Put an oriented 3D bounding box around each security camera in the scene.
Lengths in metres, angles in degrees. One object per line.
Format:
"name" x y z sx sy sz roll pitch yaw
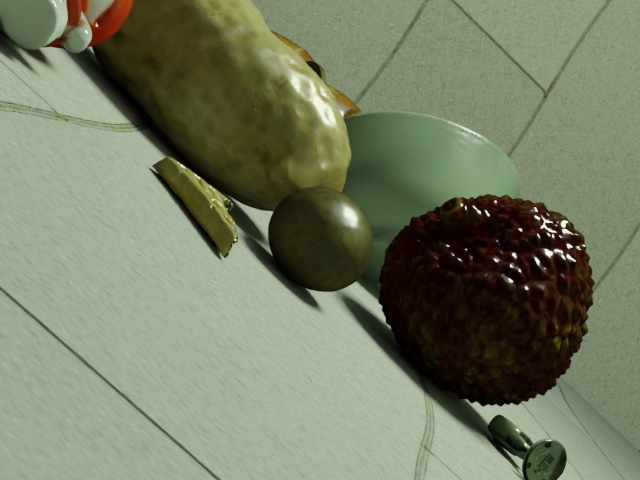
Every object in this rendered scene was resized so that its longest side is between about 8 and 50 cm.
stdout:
"security camera" 0.217 0.224 1.553 0.058 0.058 0.092 41 -6 -29

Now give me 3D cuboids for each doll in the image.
"doll" -0.240 -0.244 1.285 0.161 0.130 0.290 37 21 -11

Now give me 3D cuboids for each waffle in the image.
"waffle" -0.083 -0.014 1.244 0.097 0.023 0.153 37 7 -43

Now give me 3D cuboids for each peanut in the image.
"peanut" -0.112 -0.171 1.510 0.387 0.169 0.192 50 7 26

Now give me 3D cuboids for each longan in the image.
"longan" 0.000 0.000 1.380 0.106 0.106 0.119 45 -9 10

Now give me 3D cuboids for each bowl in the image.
"bowl" 0.110 -0.029 1.886 0.289 0.146 0.289 10 -29 5

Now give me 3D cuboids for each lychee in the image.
"lychee" 0.188 0.066 1.585 0.271 0.236 0.236 61 -6 -37

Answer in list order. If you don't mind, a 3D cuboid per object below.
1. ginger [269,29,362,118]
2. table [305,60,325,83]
"ginger" -0.096 -0.222 2.165 0.274 0.152 0.357 9 29 -44
"table" -0.132 -0.207 1.797 0.226 0.167 0.167 31 11 -27
